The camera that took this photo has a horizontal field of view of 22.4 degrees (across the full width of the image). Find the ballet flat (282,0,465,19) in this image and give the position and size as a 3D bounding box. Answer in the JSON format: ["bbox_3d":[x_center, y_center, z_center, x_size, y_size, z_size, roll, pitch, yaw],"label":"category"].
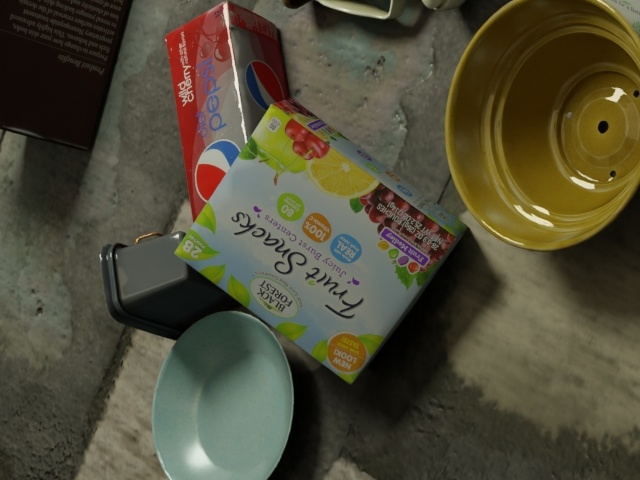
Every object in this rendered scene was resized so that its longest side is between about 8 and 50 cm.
[{"bbox_3d":[0.075,-0.273,1.520,0.342,0.116,0.124,-2,99,42],"label":"ballet flat"}]

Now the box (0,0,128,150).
[{"bbox_3d":[-0.318,-0.310,1.811,0.143,0.191,0.381,13,88,43],"label":"box"}]

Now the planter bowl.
[{"bbox_3d":[0.214,-0.098,1.349,0.217,0.090,0.217,-1,88,45],"label":"planter bowl"}]

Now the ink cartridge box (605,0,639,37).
[{"bbox_3d":[0.261,-0.273,1.226,0.065,0.332,0.165,-35,48,-18],"label":"ink cartridge box"}]

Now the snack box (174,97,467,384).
[{"bbox_3d":[0.000,0.000,1.475,0.207,0.070,0.174,37,107,7],"label":"snack box"}]

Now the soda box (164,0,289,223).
[{"bbox_3d":[-0.082,-0.101,1.624,0.092,0.083,0.263,-25,64,34],"label":"soda box"}]

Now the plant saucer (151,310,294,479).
[{"bbox_3d":[-0.088,0.168,1.599,0.195,0.037,0.195,-10,75,39],"label":"plant saucer"}]

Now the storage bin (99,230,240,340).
[{"bbox_3d":[-0.143,0.034,1.624,0.091,0.135,0.098,-20,66,25],"label":"storage bin"}]
